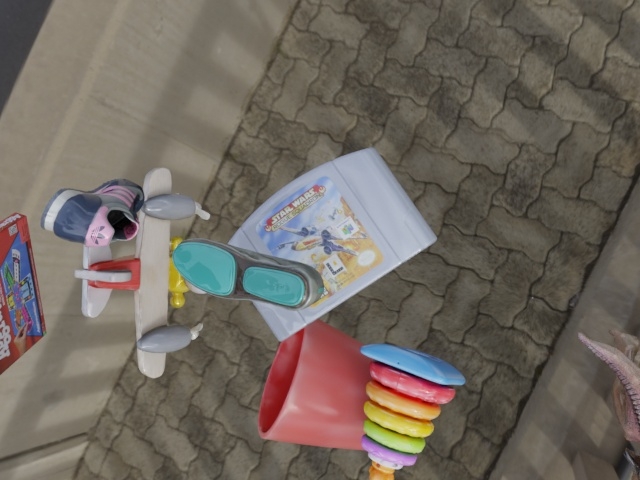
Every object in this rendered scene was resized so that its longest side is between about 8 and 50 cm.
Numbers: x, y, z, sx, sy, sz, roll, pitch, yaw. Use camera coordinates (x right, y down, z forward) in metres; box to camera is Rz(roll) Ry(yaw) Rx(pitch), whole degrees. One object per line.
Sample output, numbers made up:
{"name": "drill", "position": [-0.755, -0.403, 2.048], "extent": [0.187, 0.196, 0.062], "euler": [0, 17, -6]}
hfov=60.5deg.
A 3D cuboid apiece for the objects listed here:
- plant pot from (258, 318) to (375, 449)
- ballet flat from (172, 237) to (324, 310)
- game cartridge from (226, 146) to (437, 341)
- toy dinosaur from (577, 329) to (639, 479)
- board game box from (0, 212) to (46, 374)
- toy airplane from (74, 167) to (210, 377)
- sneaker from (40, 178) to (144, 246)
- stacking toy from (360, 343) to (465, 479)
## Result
{"name": "plant pot", "position": [0.027, 0.318, 1.177], "extent": [0.243, 0.275, 0.274], "euler": [21, 92, -10]}
{"name": "ballet flat", "position": [-0.095, 0.045, 0.725], "extent": [0.213, 0.068, 0.072], "euler": [14, 98, 22]}
{"name": "game cartridge", "position": [0.000, 0.000, 0.847], "extent": [0.297, 0.062, 0.198], "euler": [-35, 93, 13]}
{"name": "toy dinosaur", "position": [0.427, 0.231, 0.703], "extent": [0.127, 0.296, 0.200], "euler": [0, 59, 53]}
{"name": "board game box", "position": [-0.564, 0.104, 0.976], "extent": [0.027, 0.145, 0.281], "euler": [17, 124, 11]}
{"name": "toy airplane", "position": [-0.382, 0.076, 1.319], "extent": [0.273, 0.386, 0.384], "euler": [3, 45, 14]}
{"name": "sneaker", "position": [-0.406, -0.044, 1.091], "extent": [0.131, 0.319, 0.112], "euler": [26, 105, 2]}
{"name": "stacking toy", "position": [0.135, 0.349, 1.002], "extent": [0.175, 0.166, 0.301], "euler": [14, 84, 32]}
